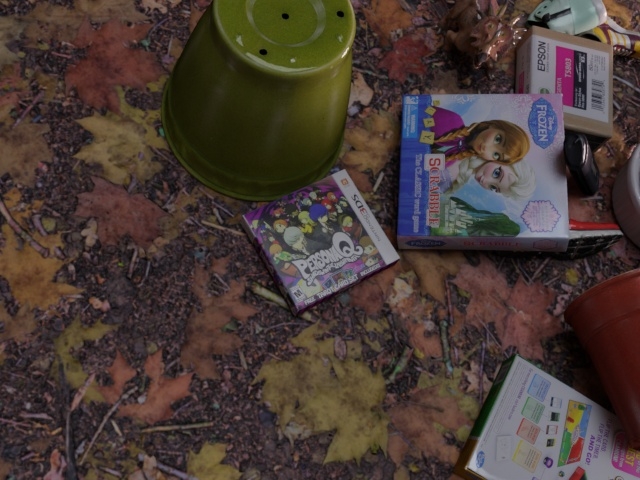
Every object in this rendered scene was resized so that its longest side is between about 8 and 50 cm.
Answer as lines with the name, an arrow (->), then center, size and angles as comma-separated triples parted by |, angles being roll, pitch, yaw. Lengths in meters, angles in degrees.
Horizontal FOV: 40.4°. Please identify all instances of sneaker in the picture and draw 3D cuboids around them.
sneaker -> 0.509, -0.554, 1.942 | 0.151, 0.094, 0.256 | -25, 59, 2
sneaker -> 0.468, -0.035, 1.721 | 0.278, 0.107, 0.119 | 3, 63, -13
sneaker -> 0.660, -0.436, 1.949 | 0.185, 0.069, 0.084 | 31, 73, 7

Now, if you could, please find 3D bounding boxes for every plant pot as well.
plant pot -> 0.606, 0.215, 1.538 | 0.272, 0.272, 0.265 | -4, 61, -15
plant pot -> -0.094, -0.307, 1.556 | 0.366, 0.353, 0.367 | 4, 68, -11

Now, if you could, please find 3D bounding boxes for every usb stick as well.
usb stick -> 0.512, -0.146, 1.696 | 0.045, 0.278, 0.077 | -6, 80, 21

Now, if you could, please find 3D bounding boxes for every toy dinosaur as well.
toy dinosaur -> 0.330, -0.463, 1.802 | 0.127, 0.200, 0.296 | -4, 69, -15

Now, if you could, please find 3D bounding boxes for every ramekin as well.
ramekin -> 0.729, -0.087, 1.788 | 0.272, 0.127, 0.273 | 4, 69, -11

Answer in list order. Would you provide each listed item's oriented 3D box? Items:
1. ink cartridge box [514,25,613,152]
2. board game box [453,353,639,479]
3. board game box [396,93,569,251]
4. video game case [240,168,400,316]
ink cartridge box -> 0.518, -0.322, 1.853 | 0.193, 0.088, 0.235 | 11, 68, -10
board game box -> 0.429, 0.390, 1.562 | 0.316, 0.064, 0.242 | 32, 65, 0
board game box -> 0.312, -0.136, 1.685 | 0.317, 0.066, 0.319 | 0, 66, 8
video game case -> 0.000, 0.000, 1.627 | 0.232, 0.042, 0.210 | -25, 75, -21
